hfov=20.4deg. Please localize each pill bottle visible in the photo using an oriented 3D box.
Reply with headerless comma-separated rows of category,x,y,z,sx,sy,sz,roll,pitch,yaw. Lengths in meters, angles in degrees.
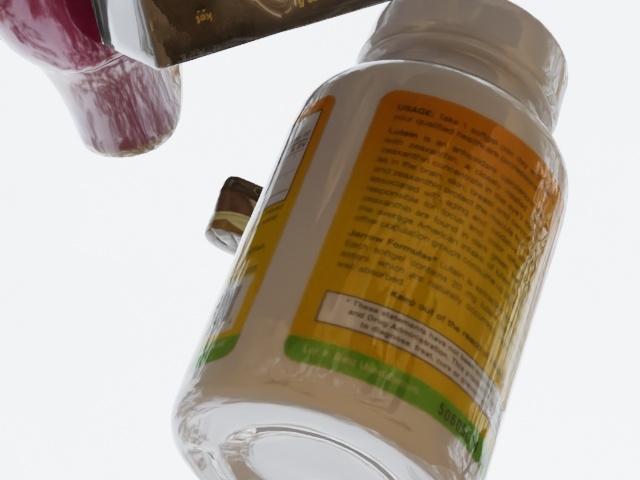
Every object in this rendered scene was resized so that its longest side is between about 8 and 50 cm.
pill bottle,0.036,0.006,0.809,0.136,0.136,0.245,15,-123,11

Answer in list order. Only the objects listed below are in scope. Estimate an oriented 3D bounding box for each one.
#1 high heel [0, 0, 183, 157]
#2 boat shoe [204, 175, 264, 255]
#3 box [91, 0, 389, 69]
high heel,-0.127,-0.236,0.879,0.127,0.181,0.377,-16,-121,-1
boat shoe,0.000,0.000,1.143,0.152,0.056,0.049,22,-109,-28
box,0.036,-0.228,0.714,0.307,0.242,0.076,-20,-158,-19
